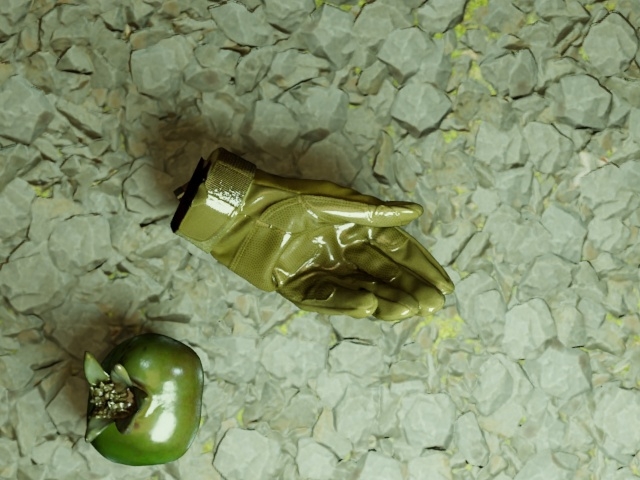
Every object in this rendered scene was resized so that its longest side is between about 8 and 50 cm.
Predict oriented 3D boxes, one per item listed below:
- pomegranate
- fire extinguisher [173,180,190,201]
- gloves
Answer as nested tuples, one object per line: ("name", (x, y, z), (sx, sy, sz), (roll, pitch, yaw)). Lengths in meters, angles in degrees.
("pomegranate", (-0.204, 0.178, 1.000), (0.131, 0.191, 0.152), (5, 86, 12))
("fire extinguisher", (-0.136, -0.071, 1.093), (0.083, 0.022, 0.028), (-33, 55, -6))
("gloves", (-0.004, 0.002, 1.046), (0.331, 0.141, 0.154), (22, 72, -3))
